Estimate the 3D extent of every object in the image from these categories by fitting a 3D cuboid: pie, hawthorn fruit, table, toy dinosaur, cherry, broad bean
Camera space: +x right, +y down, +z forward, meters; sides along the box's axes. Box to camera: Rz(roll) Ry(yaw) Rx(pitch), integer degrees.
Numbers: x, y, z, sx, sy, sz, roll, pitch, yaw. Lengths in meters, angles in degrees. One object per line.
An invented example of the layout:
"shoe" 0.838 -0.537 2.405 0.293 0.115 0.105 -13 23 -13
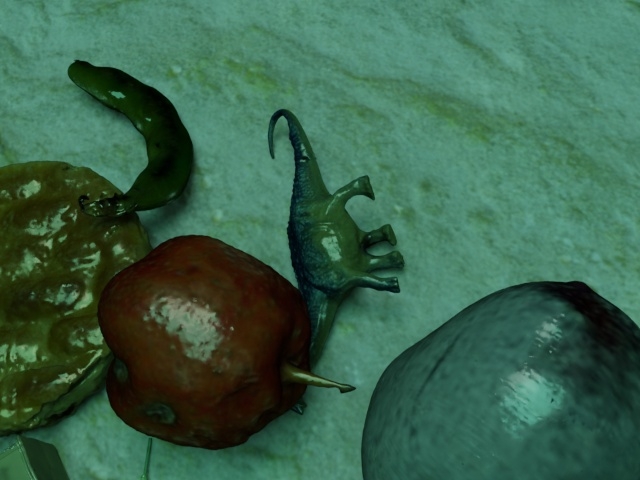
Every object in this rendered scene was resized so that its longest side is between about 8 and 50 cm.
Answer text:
"pie" -0.344 0.057 0.859 0.340 0.083 0.339 -4 63 9
"hawthorn fruit" -0.083 0.109 0.719 0.243 0.207 0.207 14 69 21
"table" -0.313 0.251 0.764 0.083 0.079 0.062 -33 66 -5
"toy dinosaur" 0.011 0.002 0.829 0.147 0.076 0.362 -12 70 16
"cherry" 0.155 0.163 0.635 0.255 0.296 0.218 -24 62 -35
"broad bean" -0.229 -0.131 0.917 0.144 0.049 0.291 2 46 -25

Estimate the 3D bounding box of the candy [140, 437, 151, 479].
"candy" -0.185 0.246 0.782 0.023 0.025 0.083 12 55 -16
